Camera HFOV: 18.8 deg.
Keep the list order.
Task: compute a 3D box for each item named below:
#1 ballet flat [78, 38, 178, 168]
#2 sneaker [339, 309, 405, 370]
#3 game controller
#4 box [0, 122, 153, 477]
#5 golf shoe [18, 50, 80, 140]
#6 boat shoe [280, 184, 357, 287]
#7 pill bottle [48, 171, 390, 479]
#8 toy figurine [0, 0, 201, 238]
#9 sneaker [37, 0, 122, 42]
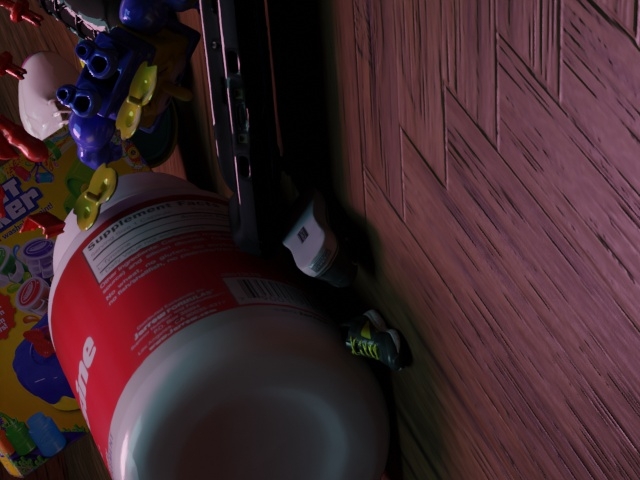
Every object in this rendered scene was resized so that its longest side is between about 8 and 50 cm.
[{"bbox_3d":[-0.204,-0.151,2.159,0.231,0.077,0.077,59,-179,37],"label":"ballet flat"},{"bbox_3d":[0.040,0.081,1.490,0.083,0.035,0.031,-135,32,-64],"label":"sneaker"},{"bbox_3d":[-0.058,-0.143,1.543,0.166,0.067,0.319,-105,8,-53],"label":"game controller"},{"bbox_3d":[-0.280,0.055,2.047,0.279,0.290,0.177,55,166,-2],"label":"box"},{"bbox_3d":[-0.306,-0.126,2.538,0.306,0.115,0.140,65,154,12],"label":"golf shoe"},{"bbox_3d":[0.000,0.000,1.544,0.040,0.049,0.142,33,-165,-18],"label":"boat shoe"},{"bbox_3d":[-0.109,0.093,1.692,0.408,0.229,0.229,-129,27,-59],"label":"pill bottle"},{"bbox_3d":[-0.189,-0.192,1.769,0.363,0.191,0.217,-66,-12,13],"label":"toy figurine"},{"bbox_3d":[-0.237,-0.253,2.046,0.109,0.130,0.286,102,149,-58],"label":"sneaker"}]
